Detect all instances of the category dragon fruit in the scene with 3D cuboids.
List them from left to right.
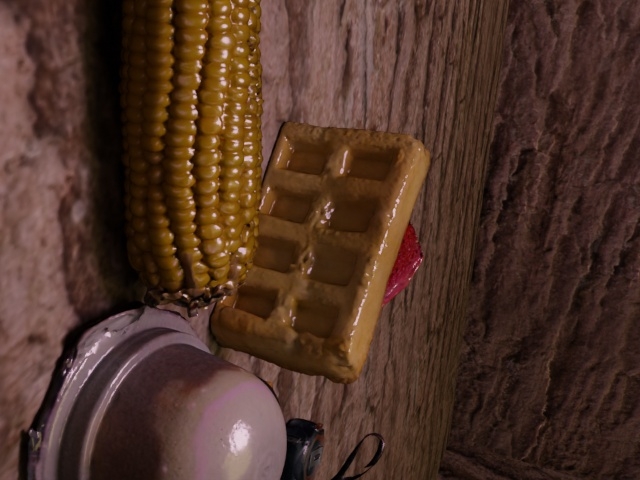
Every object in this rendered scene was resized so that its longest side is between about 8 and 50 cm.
[{"bbox_3d":[0.031,0.007,0.883,0.161,0.126,0.274,-62,152,-16],"label":"dragon fruit"}]

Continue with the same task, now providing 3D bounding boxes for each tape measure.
[{"bbox_3d":[0.019,0.309,0.953,0.107,0.179,0.104,-19,103,-66],"label":"tape measure"}]

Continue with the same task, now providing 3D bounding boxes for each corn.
[{"bbox_3d":[-0.093,-0.090,0.485,0.115,0.115,0.318,-42,139,-59],"label":"corn"}]

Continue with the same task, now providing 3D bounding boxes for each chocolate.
[{"bbox_3d":[-0.102,0.152,0.528,0.221,0.147,0.221,0,90,-65],"label":"chocolate"}]

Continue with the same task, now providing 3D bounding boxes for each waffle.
[{"bbox_3d":[0.000,0.000,0.709,0.057,0.168,0.274,49,57,-59],"label":"waffle"}]

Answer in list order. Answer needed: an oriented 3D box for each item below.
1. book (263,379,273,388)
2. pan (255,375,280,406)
[{"bbox_3d":[-0.123,0.330,0.778,0.295,0.020,0.208,-46,143,-56],"label":"book"},{"bbox_3d":[-0.072,0.251,0.775,0.115,0.040,0.212,-48,130,-48],"label":"pan"}]
